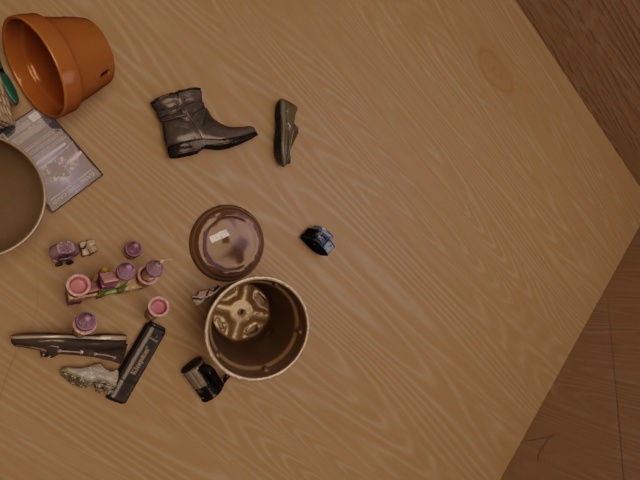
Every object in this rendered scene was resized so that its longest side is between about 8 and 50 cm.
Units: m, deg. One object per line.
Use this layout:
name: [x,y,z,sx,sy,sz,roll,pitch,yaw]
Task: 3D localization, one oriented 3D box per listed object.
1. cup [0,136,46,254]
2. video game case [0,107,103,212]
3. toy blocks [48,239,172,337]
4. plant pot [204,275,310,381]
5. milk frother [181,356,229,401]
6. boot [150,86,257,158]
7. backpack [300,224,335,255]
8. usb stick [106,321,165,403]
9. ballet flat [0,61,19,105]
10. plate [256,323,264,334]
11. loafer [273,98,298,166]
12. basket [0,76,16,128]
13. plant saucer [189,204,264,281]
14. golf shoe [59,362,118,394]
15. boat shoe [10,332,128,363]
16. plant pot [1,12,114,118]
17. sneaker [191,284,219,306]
cup: [-0.958,-0.132,1.520,0.331,0.237,0.330,-12,108,-41]
video game case: [-0.842,-0.252,1.722,0.196,0.026,0.274,-44,111,-20]
toy blocks: [-0.619,0.104,1.666,0.289,0.260,0.308,-12,77,-33]
plant pot: [-0.240,0.266,1.873,0.334,0.305,0.333,-1,94,-19]
milk frother: [-0.383,0.459,1.945,0.134,0.129,0.143,60,23,-16]
boot: [-0.388,-0.421,1.916,0.338,0.118,0.222,-16,93,-31]
backpack: [0.000,0.000,2.127,0.084,0.105,0.114,-50,117,-17]
usb stick: [-0.606,0.401,1.842,0.077,0.045,0.277,34,75,-23]
ballet flat: [-0.960,-0.491,1.642,0.068,0.072,0.213,-20,100,1]
plate: [-0.162,0.380,2.091,0.188,0.024,0.188,0,90,-29]
loafer: [-0.117,-0.396,2.065,0.088,0.094,0.250,2,90,-24]
basket: [-1.002,-0.424,1.434,0.267,0.328,0.331,-15,98,-12]
plant saucer: [-0.326,0.010,1.991,0.278,0.041,0.277,-1,91,-27]
golf shoe: [-0.729,0.423,1.773,0.176,0.069,0.086,22,46,-11]
boat shoe: [-0.766,0.334,1.720,0.336,0.112,0.095,7,83,-31]
plant pot: [-0.751,-0.529,1.642,0.203,0.291,0.290,-38,108,-40]
sneaker: [-0.400,0.184,1.953,0.109,0.040,0.043,-35,90,-30]
